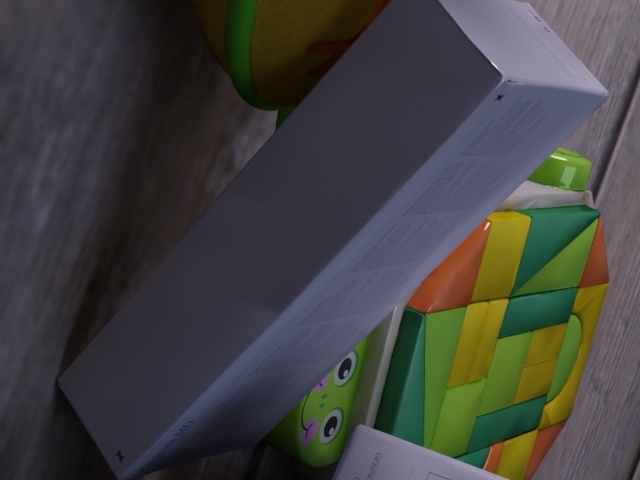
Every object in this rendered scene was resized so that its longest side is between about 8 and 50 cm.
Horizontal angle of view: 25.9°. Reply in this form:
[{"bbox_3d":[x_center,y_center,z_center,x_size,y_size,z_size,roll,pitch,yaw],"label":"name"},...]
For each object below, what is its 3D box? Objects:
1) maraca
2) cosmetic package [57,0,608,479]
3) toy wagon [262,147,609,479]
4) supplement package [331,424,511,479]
[{"bbox_3d":[0.002,-0.108,0.584,0.127,0.099,0.186,-57,165,-10],"label":"maraca"},{"bbox_3d":[0.000,0.000,0.574,0.239,0.060,0.099,-46,160,25],"label":"cosmetic package"},{"bbox_3d":[0.062,0.076,0.810,0.344,0.068,0.267,-5,112,-56],"label":"toy wagon"},{"bbox_3d":[0.058,0.225,0.614,0.262,0.145,0.204,66,45,-68],"label":"supplement package"}]
